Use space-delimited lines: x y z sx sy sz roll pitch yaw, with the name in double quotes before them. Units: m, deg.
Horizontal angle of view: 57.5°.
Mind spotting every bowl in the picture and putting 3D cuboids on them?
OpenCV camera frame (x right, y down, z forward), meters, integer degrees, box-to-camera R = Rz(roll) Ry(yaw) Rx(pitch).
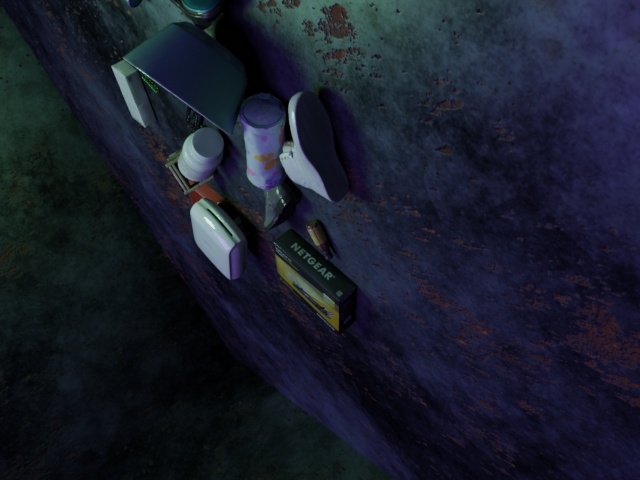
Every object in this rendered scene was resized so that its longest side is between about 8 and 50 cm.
"bowl" -0.300 -0.411 1.426 0.311 0.163 0.311 37 -176 -3

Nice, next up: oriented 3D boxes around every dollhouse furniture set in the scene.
"dollhouse furniture set" -0.472 -0.273 2.142 0.129 0.129 0.184 60 -179 -21

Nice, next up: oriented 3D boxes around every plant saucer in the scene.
"plant saucer" -0.458 -0.136 2.385 0.259 0.047 0.258 40 155 28

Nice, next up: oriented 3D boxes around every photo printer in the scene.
"photo printer" -0.388 -0.009 2.241 0.256 0.107 0.307 46 156 15

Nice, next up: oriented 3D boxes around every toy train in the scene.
"toy train" -0.601 -0.553 2.064 0.083 0.017 0.024 47 168 11

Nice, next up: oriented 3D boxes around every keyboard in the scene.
"keyboard" -0.422 -0.392 1.939 0.100 0.038 0.192 51 159 2

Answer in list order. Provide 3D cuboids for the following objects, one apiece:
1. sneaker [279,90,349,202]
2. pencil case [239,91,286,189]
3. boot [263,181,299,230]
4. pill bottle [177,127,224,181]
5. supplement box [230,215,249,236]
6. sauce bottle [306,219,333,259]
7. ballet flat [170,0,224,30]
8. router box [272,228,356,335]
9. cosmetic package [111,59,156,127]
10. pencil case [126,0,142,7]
"sneaker" -0.048 -0.226 1.377 0.169 0.108 0.292 26 148 41
"pencil case" -0.145 -0.252 1.512 0.273 0.113 0.124 93 166 -59
"boot" -0.149 -0.140 1.765 0.161 0.083 0.246 56 153 9
"pill bottle" -0.389 -0.284 1.914 0.131 0.131 0.229 54 158 -5
"supplement box" -0.318 -0.052 2.245 0.055 0.043 0.083 7 130 61
"sauce bottle" 0.000 0.000 1.714 0.042 0.042 0.128 17 138 54
"ballet flat" -0.291 -0.562 1.373 0.280 0.095 0.096 48 170 36
"router box" -0.019 0.138 1.908 0.309 0.081 0.243 40 155 26
"cosmetic package" -0.699 -0.550 2.198 0.099 0.060 0.239 37 153 28
"pencil case" -0.559 -0.735 1.643 0.152 0.064 0.070 50 174 2
